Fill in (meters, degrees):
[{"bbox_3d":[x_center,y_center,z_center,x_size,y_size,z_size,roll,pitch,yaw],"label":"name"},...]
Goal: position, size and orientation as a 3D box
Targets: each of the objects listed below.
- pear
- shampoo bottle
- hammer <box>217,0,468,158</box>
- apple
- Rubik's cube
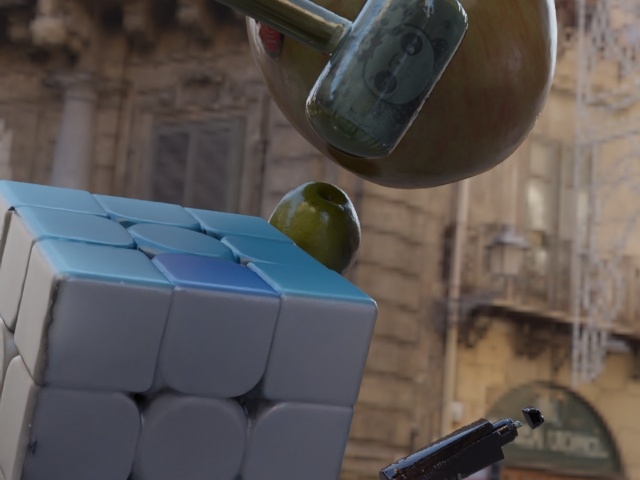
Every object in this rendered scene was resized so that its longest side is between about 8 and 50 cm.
[{"bbox_3d":[0.000,0.000,1.859,0.104,0.141,0.141,31,0,29],"label":"pear"},{"bbox_3d":[0.198,0.293,2.033,0.236,0.067,0.068,-26,18,-10],"label":"shampoo bottle"},{"bbox_3d":[-0.015,-0.230,1.533,0.305,0.202,0.113,31,-8,8],"label":"hammer"},{"bbox_3d":[0.106,-0.254,1.824,0.391,0.391,0.346,1,-49,13],"label":"apple"},{"bbox_3d":[-0.157,0.134,1.322,0.290,0.291,0.292,8,12,-25],"label":"Rubik's cube"}]
